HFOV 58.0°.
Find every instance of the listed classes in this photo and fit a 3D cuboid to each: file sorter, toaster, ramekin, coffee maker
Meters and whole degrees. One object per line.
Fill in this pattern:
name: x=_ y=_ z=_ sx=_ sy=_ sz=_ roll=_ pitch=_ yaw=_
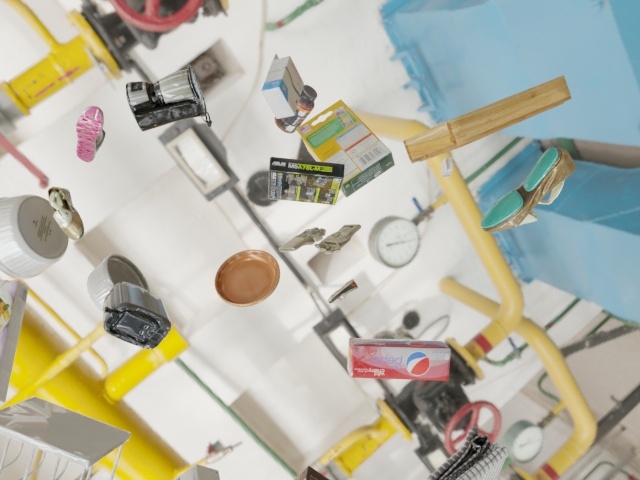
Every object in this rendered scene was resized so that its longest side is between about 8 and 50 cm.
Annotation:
file sorter: x=-0.637 y=0.515 z=1.361 sx=0.277 sy=0.173 sz=0.193 roll=17 pitch=-178 yaw=8
toaster: x=-0.566 y=0.220 z=1.744 sx=0.227 sy=0.129 sz=0.146 roll=32 pitch=-167 yaw=-35
ramekin: x=-0.673 y=0.159 z=1.913 sx=0.207 sy=0.109 sz=0.207 roll=54 pitch=-169 yaw=-15
coffee maker: x=-0.394 y=-0.348 z=1.501 sx=0.120 sy=0.178 sz=0.171 roll=-105 pitch=0 yaw=-63
ramekin: x=-0.927 y=-0.023 z=1.836 sx=0.273 sy=0.127 sz=0.273 roll=-18 pitch=-90 yaw=-74

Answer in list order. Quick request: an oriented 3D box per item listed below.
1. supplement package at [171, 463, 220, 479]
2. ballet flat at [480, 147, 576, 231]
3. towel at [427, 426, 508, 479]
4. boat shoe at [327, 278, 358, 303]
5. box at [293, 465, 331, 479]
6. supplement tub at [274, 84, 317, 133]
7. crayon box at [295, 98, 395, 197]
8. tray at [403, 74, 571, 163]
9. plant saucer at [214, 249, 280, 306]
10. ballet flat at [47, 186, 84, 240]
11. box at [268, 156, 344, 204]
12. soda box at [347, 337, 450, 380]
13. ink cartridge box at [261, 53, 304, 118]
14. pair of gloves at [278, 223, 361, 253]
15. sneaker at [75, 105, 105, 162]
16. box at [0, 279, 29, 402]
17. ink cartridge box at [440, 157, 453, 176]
supplement package: x=-0.386 y=0.753 z=1.689 sx=0.105 sy=0.179 sz=0.105 roll=42 pitch=-164 yaw=-44
ballet flat: x=0.649 y=-0.131 z=1.778 sx=0.124 sy=0.342 sz=0.116 roll=27 pitch=-153 yaw=-21
towel: x=0.413 y=0.701 z=1.709 sx=0.121 sy=0.235 sz=0.284 roll=43 pitch=153 yaw=35
boat shoe: x=0.086 y=0.202 z=2.207 sx=0.043 sy=0.137 sz=0.049 roll=56 pitch=160 yaw=-9
box: x=-0.036 y=0.927 z=1.962 sx=0.167 sy=0.168 sz=0.203 roll=36 pitch=-158 yaw=-7
supplement tub: x=-0.093 y=-0.523 z=2.286 sx=0.106 sy=0.106 sz=0.198 roll=50 pitch=131 yaw=5
crayon box: x=0.081 y=-0.322 z=1.991 sx=0.323 sy=0.203 sz=0.083 roll=54 pitch=176 yaw=33
tray: x=0.441 y=-0.317 z=1.524 sx=0.202 sy=0.410 sz=0.076 roll=-11 pitch=103 yaw=65
plant saucer: x=-0.214 y=0.115 z=1.712 sx=0.200 sy=0.199 sz=0.037 roll=45 pitch=161 yaw=35
ballet flat: x=-0.733 y=-0.080 z=1.640 sx=0.206 sy=0.073 sz=0.067 roll=50 pitch=-170 yaw=34
box: x=-0.040 y=-0.148 z=1.468 sx=0.191 sy=0.184 sz=0.045 roll=105 pitch=168 yaw=-72
soda box: x=0.206 y=0.314 z=1.531 sx=0.083 sy=0.263 sz=0.092 roll=-129 pitch=41 yaw=-84
ink cartridge box: x=-0.102 y=-0.450 z=1.649 sx=0.060 sy=0.180 sz=0.104 roll=-7 pitch=140 yaw=24
pair of gloves: x=0.000 y=0.000 z=1.971 sx=0.239 sy=0.204 sz=0.042 roll=-3 pitch=110 yaw=29
sneaker: x=-0.587 y=-0.284 z=1.483 sx=0.063 sy=0.170 sz=0.075 roll=18 pitch=-137 yaw=-13
box: x=-0.850 y=0.264 z=1.536 sx=0.067 sy=0.062 sz=0.324 roll=84 pitch=-176 yaw=-64
ink cartridge box: x=0.462 y=-0.269 z=2.101 sx=0.083 sy=0.028 sz=0.048 roll=86 pitch=179 yaw=-76
